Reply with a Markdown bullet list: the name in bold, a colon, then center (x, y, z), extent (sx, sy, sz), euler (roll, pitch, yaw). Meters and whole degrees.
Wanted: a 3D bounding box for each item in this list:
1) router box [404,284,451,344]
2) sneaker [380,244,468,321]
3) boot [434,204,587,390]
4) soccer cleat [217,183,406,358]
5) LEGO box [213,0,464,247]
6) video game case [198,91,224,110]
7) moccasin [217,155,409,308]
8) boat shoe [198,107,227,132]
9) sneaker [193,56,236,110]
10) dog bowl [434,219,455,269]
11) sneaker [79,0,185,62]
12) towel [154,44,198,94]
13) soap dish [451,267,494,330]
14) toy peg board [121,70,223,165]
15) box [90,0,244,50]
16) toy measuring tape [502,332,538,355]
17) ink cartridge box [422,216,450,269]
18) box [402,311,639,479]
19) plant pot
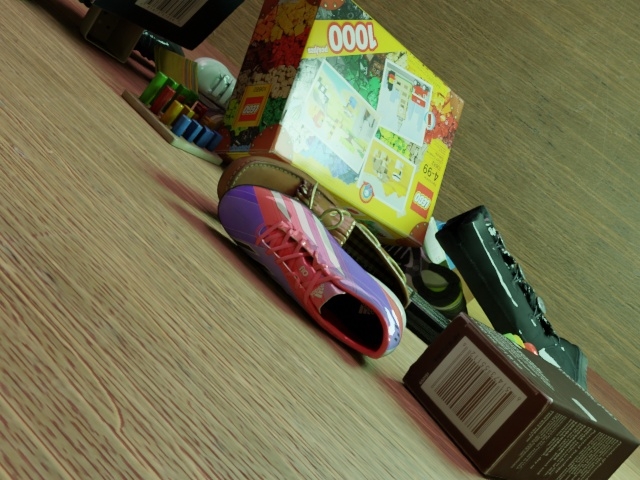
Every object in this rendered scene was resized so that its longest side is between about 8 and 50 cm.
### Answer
- **router box**: center (0.188, 0.141, 1.568), extent (0.179, 0.046, 0.133), euler (41, 9, 6)
- **sneaker**: center (0.225, 0.089, 1.852), extent (0.300, 0.111, 0.121), euler (49, -6, 49)
- **boot**: center (0.414, 0.131, 1.814), extent (0.445, 0.146, 0.367), euler (55, 9, -1)
- **soccer cleat**: center (-0.014, 0.039, 1.116), extent (0.318, 0.108, 0.116), euler (42, 13, 0)
- **LEGO box**: center (0.055, -0.247, 1.751), extent (0.193, 0.372, 0.500), euler (5, -17, 45)
- **video game case**: center (-0.298, -0.379, 2.224), extent (0.143, 0.019, 0.157), euler (37, 9, -16)
- **moccasin**: center (-0.002, 0.002, 1.278), extent (0.380, 0.139, 0.147), euler (44, -3, -31)
- **boat shoe**: center (-0.163, -0.223, 1.775), extent (0.285, 0.103, 0.092), euler (15, 30, -54)
- **sneaker**: center (-0.229, -0.382, 2.143), extent (0.151, 0.094, 0.256), euler (40, 6, 36)
- **dog bowl**: center (0.318, 0.031, 2.256), extent (0.074, 0.166, 0.297), euler (32, 4, 36)
- **sneaker**: center (-0.451, -0.507, 1.986), extent (0.125, 0.140, 0.341), euler (35, -15, 46)
- **towel**: center (-0.339, -0.394, 1.948), extent (0.021, 0.102, 0.237), euler (-3, 2, 12)
- **soap dish**: center (0.443, 0.193, 2.077), extent (0.291, 0.118, 0.229), euler (38, 9, -16)
- **toy peg board**: center (-0.256, -0.234, 1.531), extent (0.160, 0.079, 0.161), euler (43, 11, 25)
- **box**: center (-0.371, -0.659, 1.772), extent (0.293, 0.212, 0.395), euler (13, 45, -54)
- **toy measuring tape**: center (0.342, 0.220, 1.571), extent (0.121, 0.121, 0.330), euler (38, 6, -8)
- **ink cartridge box**: center (0.235, 0.035, 1.985), extent (0.171, 0.056, 0.235), euler (21, -42, 55)
- **box**: center (0.310, 0.258, 1.221), extent (0.381, 0.143, 0.191), euler (31, 12, -49)
- **plant pot**: center (-0.463, -0.469, 1.791), extent (0.109, 0.109, 0.096), euler (30, 1, -44)
